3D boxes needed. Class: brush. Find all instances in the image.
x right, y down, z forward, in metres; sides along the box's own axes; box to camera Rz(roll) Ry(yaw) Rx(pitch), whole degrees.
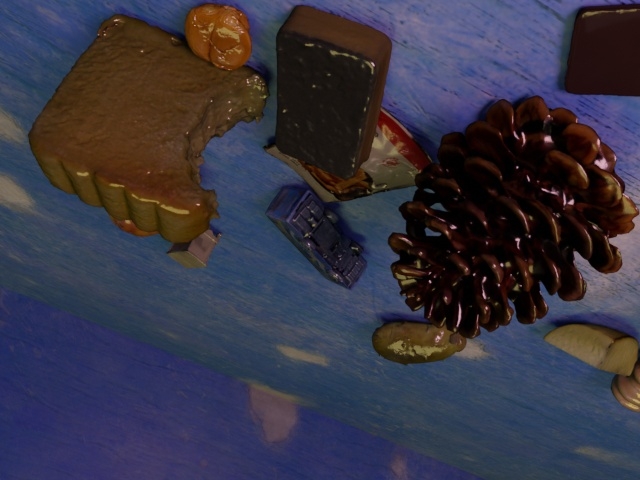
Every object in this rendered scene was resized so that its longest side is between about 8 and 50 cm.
[{"bbox_3d":[0.008,-0.168,0.643,0.123,0.059,0.197,22,145,11],"label":"brush"}]

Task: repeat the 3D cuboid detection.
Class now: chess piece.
[{"bbox_3d":[0.638,0.264,1.029,0.094,0.094,0.170,11,148,15],"label":"chess piece"}]

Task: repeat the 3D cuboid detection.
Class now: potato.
[{"bbox_3d":[0.224,0.234,1.234,0.226,0.090,0.117,-7,137,29],"label":"potato"},{"bbox_3d":[0.522,0.192,1.017,0.149,0.081,0.120,20,-172,-38],"label":"potato"}]

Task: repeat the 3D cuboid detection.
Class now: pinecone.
[{"bbox_3d":[0.199,-0.012,0.607,0.246,0.292,0.246,44,156,25],"label":"pinecone"}]

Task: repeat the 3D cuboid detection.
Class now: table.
[{"bbox_3d":[-0.268,0.008,1.140,0.079,0.083,0.062,-6,143,40],"label":"table"}]

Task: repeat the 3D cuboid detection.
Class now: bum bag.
[{"bbox_3d":[0.319,-0.173,0.501,0.160,0.026,0.109,7,151,22],"label":"bum bag"}]

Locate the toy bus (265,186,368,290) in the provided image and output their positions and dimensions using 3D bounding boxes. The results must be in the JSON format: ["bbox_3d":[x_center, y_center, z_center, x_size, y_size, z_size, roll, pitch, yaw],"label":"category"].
[{"bbox_3d":[0.000,-0.003,0.958,0.094,0.079,0.236,28,165,43],"label":"toy bus"}]

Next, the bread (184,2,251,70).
[{"bbox_3d":[-0.120,-0.242,0.632,0.083,0.046,0.081,36,144,-23],"label":"bread"}]

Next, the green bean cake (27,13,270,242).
[{"bbox_3d":[-0.204,-0.136,0.680,0.233,0.236,0.124,23,155,-2],"label":"green bean cake"}]

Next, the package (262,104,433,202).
[{"bbox_3d":[0.039,-0.118,0.774,0.239,0.030,0.154,-11,138,46],"label":"package"}]

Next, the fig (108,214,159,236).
[{"bbox_3d":[-0.320,-0.082,0.983,0.159,0.159,0.257,31,168,-21],"label":"fig"}]
